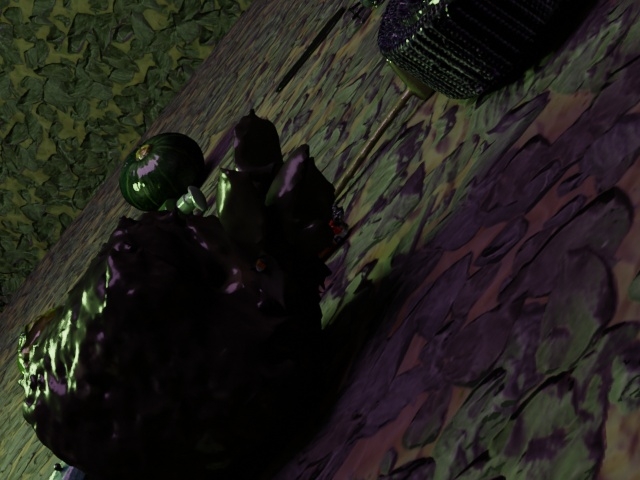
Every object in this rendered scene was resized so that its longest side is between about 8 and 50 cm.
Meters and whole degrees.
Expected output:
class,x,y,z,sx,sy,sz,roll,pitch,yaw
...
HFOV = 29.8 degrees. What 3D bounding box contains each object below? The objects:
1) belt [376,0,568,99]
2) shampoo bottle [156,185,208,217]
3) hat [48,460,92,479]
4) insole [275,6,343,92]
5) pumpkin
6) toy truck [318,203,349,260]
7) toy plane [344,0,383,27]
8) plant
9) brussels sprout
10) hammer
class,x,y,z,sx,sy,sz,roll,pitch,yaw
belt,0.161,-0.264,1.135,0.260,0.122,0.325,-59,11,9
shampoo bottle,-0.259,-0.013,1.987,0.204,0.065,0.065,-46,17,29
hat,-0.261,0.272,1.300,0.191,0.078,0.138,-54,13,-2
insole,-0.019,-0.323,2.046,0.188,0.004,0.064,-49,15,19
pumpkin,-0.289,-0.123,2.194,0.167,0.125,0.167,-25,45,28
toy truck,0.000,0.000,1.201,0.083,0.032,0.024,-45,13,28
toy plane,0.075,-0.362,1.795,0.120,0.031,0.049,-46,11,20
plant,-0.086,0.056,0.993,0.312,0.213,0.215,-48,12,13
brussels sprout,-0.355,0.171,1.740,0.122,0.152,0.149,86,-175,-67
hammer,0.045,-0.108,1.273,0.195,0.060,0.028,-54,14,17
